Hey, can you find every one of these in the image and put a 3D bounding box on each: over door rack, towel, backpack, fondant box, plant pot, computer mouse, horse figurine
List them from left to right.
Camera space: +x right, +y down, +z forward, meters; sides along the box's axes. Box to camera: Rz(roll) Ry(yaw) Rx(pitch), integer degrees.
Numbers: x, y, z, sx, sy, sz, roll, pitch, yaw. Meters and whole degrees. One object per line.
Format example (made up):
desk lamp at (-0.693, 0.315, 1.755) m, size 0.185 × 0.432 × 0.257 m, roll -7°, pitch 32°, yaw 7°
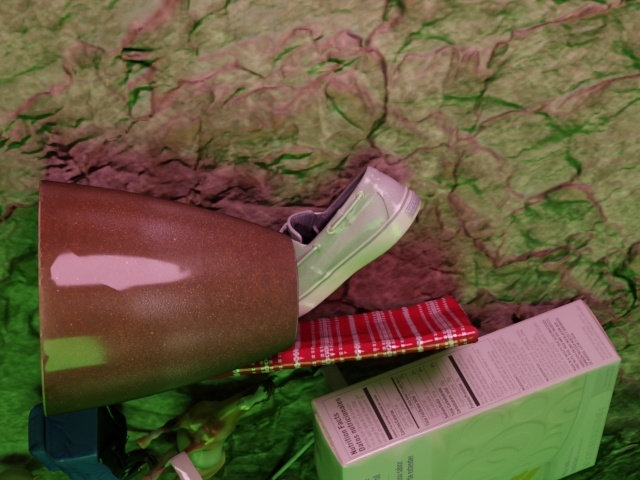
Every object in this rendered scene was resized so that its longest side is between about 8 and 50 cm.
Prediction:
backpack at (-0.272, 0.223, 1.587) m, size 0.101 × 0.098 × 0.120 m, roll -4°, pitch 156°, yaw 11°
computer mouse at (-0.293, 0.331, 1.760) m, size 0.242 × 0.071 × 0.041 m, roll -31°, pitch 171°, yaw 22°
plant pot at (-0.141, 0.051, 1.288) m, size 0.230 × 0.215 × 0.215 m, roll -1°, pitch 142°, yaw -9°
horse figurine at (-0.156, 0.253, 1.627) m, size 0.174 × 0.066 × 0.263 m, roll -30°, pitch 157°, yaw -37°
over door rack at (-0.085, 0.312, 1.628) m, size 0.239 × 0.108 × 0.324 m, roll -29°, pitch 155°, yaw -33°
towel at (0.018, 0.098, 1.428) m, size 0.274 × 0.031 × 0.199 m, roll -8°, pitch -175°, yaw 2°
fondant box at (0.159, 0.219, 1.569) m, size 0.330 × 0.096 × 0.238 m, roll -18°, pitch 143°, yaw -12°

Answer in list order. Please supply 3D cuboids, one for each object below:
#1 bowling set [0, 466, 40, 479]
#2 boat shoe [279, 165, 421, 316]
bowling set at (-0.465, 0.387, 1.737) m, size 0.287 × 0.154 × 0.200 m, roll -8°, pitch 161°, yaw -1°
boat shoe at (0.000, 0.000, 1.368) m, size 0.081 × 0.079 × 0.227 m, roll 41°, pitch 128°, yaw -13°
